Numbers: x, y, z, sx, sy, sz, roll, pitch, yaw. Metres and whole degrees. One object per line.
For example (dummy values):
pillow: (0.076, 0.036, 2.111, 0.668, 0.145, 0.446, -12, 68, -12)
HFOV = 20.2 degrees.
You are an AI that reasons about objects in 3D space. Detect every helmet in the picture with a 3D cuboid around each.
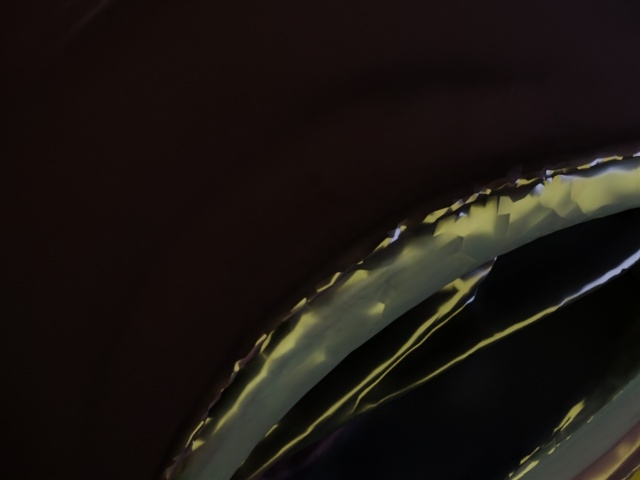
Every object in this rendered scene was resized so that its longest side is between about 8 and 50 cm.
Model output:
helmet: (0.000, 0.000, 0.534, 0.271, 0.197, 0.338, -41, 162, 5)

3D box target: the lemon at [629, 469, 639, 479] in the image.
lemon: (0.132, 0.218, 1.037, 0.285, 0.285, 0.316, -22, 121, -46)
